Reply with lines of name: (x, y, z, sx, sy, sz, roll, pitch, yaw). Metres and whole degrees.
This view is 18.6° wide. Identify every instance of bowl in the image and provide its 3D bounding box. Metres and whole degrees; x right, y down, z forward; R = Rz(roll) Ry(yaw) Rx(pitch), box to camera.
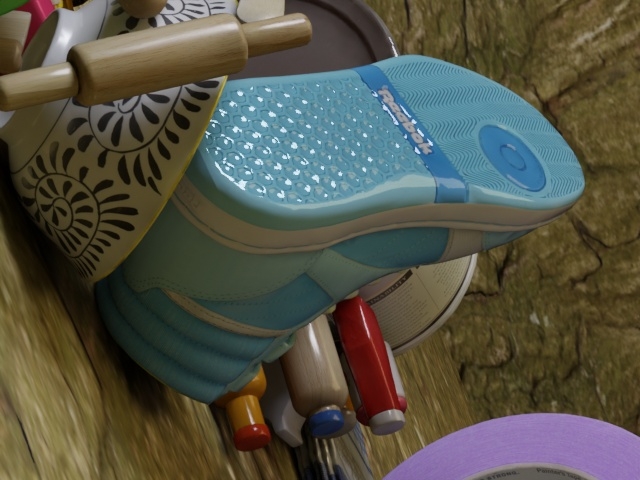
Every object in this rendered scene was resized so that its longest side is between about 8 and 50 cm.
bowl: (-0.118, -0.070, 1.018, 0.080, 0.170, 0.170, 26, 24, -19)

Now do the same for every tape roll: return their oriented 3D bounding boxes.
tape roll: (0.139, 0.252, 1.313, 0.275, 0.275, 0.090, -105, 169, -46)

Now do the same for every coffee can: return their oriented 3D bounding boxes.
coffee can: (-0.006, -0.042, 1.422, 0.275, 0.201, 0.201, 54, 16, -64)

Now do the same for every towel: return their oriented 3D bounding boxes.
towel: (0.005, 0.154, 1.607, 0.209, 0.034, 0.285, 61, 11, -56)

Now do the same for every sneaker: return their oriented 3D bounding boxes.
sneaker: (0.000, 0.000, 1.169, 0.319, 0.208, 0.127, -2, 52, -42)

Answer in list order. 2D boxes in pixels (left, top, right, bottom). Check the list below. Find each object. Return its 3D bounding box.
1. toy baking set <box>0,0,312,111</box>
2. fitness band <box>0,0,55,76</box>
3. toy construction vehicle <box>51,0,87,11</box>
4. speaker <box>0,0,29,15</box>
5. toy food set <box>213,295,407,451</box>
toy baking set: (-0.096, -0.142, 0.982, 0.030, 0.256, 0.197, 99, -29, -43)
fitness band: (-0.142, -0.136, 1.179, 0.209, 0.054, 0.291, -82, 151, -49)
toy construction vehicle: (-0.182, -0.183, 1.256, 0.098, 0.035, 0.086, -79, 157, -73)
speaker: (-0.206, -0.236, 0.834, 0.131, 0.131, 0.296, -104, 169, -50)
toy food set: (0.000, 0.112, 1.376, 0.232, 0.111, 0.104, 50, 20, -61)
